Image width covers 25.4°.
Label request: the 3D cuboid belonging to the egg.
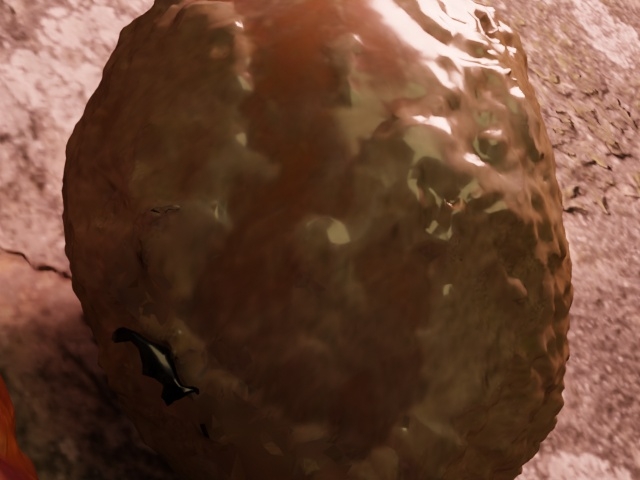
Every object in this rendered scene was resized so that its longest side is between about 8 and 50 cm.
[{"bbox_3d":[0.000,0.000,0.726,0.279,0.279,0.310,-14,91,-48],"label":"egg"}]

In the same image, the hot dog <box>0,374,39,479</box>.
[{"bbox_3d":[-0.157,0.163,0.429,0.267,0.174,0.387,33,26,-54],"label":"hot dog"}]
